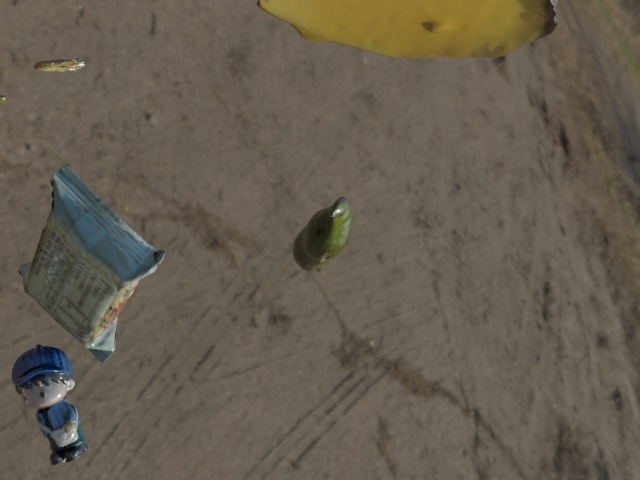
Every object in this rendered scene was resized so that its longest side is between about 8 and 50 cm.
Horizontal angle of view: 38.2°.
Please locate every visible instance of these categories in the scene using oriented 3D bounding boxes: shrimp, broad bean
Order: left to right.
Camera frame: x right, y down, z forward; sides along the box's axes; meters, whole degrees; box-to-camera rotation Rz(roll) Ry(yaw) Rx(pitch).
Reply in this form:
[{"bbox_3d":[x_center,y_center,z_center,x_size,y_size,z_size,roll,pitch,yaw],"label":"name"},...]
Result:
[{"bbox_3d":[-0.489,-0.334,1.753,0.108,0.059,0.023,-15,99,-39],"label":"shrimp"},{"bbox_3d":[0.000,0.000,1.354,0.061,0.339,0.077,26,76,-6],"label":"broad bean"}]

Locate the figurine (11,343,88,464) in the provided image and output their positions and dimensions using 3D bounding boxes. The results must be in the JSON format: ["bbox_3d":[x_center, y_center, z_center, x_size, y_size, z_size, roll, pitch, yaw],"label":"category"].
[{"bbox_3d":[-0.341,0.207,1.184,0.087,0.086,0.149,-35,105,-60],"label":"figurine"}]

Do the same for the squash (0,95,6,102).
[{"bbox_3d":[-0.514,-0.146,1.226,0.094,0.224,0.094,59,14,-26],"label":"squash"}]

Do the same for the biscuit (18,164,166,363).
[{"bbox_3d":[-0.320,0.041,1.238,0.186,0.309,0.079,43,55,3],"label":"biscuit"}]

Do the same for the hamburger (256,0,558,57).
[{"bbox_3d":[0.079,-0.296,0.776,0.276,0.277,0.236,23,75,-56],"label":"hamburger"}]
